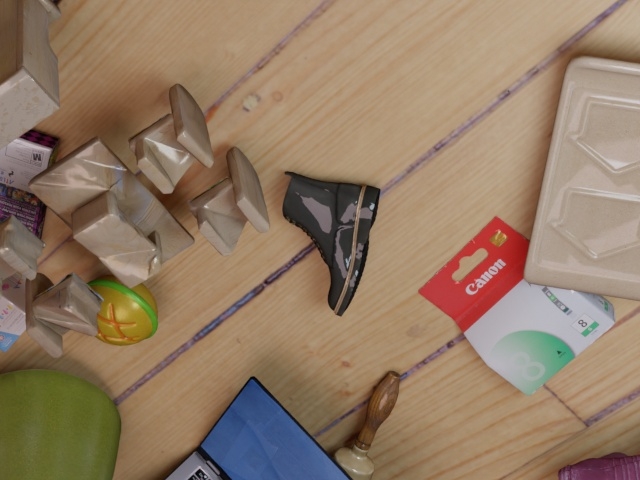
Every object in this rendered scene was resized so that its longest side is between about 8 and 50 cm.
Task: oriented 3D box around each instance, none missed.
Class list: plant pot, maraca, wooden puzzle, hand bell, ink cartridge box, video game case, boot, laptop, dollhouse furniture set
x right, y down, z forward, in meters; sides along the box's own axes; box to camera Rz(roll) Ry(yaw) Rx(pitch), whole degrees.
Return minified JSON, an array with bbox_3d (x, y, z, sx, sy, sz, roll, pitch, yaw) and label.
[{"bbox_3d":[-0.442,0.398,1.845,0.275,0.293,0.274,-5,129,-7],"label":"plant pot"},{"bbox_3d":[-0.314,0.111,1.815,0.127,0.099,0.186,43,144,-13],"label":"maraca"},{"bbox_3d":[0.453,-0.071,1.569,0.322,0.080,0.347,9,121,5],"label":"wooden puzzle"},{"bbox_3d":[0.071,0.310,1.868,0.126,0.126,0.242,23,110,-3],"label":"hand bell"},{"bbox_3d":[-0.502,0.080,1.832,0.143,0.090,0.092,38,120,-13],"label":"ink cartridge box"},{"bbox_3d":[-0.512,-0.091,1.760,0.232,0.042,0.210,18,122,0],"label":"video game case"},{"bbox_3d":[0.279,0.097,1.720,0.225,0.056,0.181,36,119,-13],"label":"ink cartridge box"},{"bbox_3d":[0.000,0.000,1.709,0.137,0.077,0.197,15,109,7],"label":"boot"},{"bbox_3d":[-0.115,0.493,1.838,0.408,0.236,0.382,-43,80,-7],"label":"laptop"},{"bbox_3d":[-0.334,-0.113,1.621,0.362,0.256,0.394,-31,128,11],"label":"dollhouse furniture set"}]

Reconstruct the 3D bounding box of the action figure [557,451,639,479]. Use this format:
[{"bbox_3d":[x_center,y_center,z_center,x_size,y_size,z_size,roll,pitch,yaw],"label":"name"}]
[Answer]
[{"bbox_3d":[0.461,0.359,1.721,0.370,0.248,0.275,-12,117,12],"label":"action figure"}]
